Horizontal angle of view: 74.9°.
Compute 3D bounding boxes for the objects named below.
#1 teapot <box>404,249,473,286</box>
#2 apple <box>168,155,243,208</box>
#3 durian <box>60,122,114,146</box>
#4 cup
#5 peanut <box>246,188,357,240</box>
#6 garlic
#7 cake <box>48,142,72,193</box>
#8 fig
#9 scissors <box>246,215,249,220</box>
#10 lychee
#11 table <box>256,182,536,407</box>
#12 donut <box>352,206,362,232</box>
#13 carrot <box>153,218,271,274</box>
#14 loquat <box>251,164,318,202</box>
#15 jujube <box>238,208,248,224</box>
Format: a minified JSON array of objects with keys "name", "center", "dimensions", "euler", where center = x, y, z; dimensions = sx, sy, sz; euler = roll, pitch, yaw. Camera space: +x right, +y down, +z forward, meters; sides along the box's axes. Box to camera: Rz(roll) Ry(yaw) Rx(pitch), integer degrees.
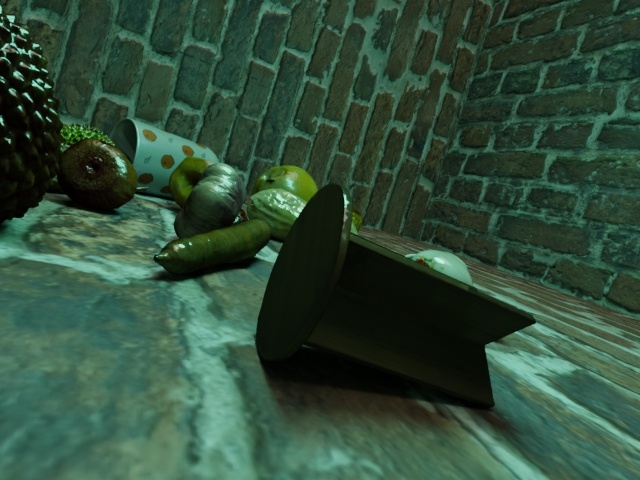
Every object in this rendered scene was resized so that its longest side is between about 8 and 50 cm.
[{"name":"teapot","center":[0.261,0.075,0.925],"dimensions":[0.145,0.092,0.226],"euler":[51,-13,-33]},{"name":"apple","center":[-0.316,-0.144,1.162],"dimensions":[0.195,0.160,0.173],"euler":[19,10,8]},{"name":"durian","center":[-0.614,-0.217,1.045],"dimensions":[0.199,0.159,0.146],"euler":[13,7,-19]},{"name":"cup","center":[-0.495,-0.243,1.357],"dimensions":[0.212,0.212,0.318],"euler":[21,7,40]},{"name":"peanut","center":[-0.047,-0.050,1.150],"dimensions":[0.314,0.149,0.149],"euler":[17,6,5]},{"name":"garlic","center":[-0.195,-0.057,0.769],"dimensions":[0.102,0.159,0.147],"euler":[32,-10,-12]},{"name":"cake","center":[-0.553,-0.152,0.865],"dimensions":[0.246,0.112,0.135],"euler":[16,8,-40]},{"name":"fig","center":[-0.445,-0.127,0.872],"dimensions":[0.134,0.146,0.201],"euler":[-29,3,-7]},{"name":"scissors","center":[-0.145,-0.047,1.269],"dimensions":[0.448,0.029,0.192],"euler":[11,22,-5]},{"name":"lychee","center":[-0.416,-0.147,0.469],"dimensions":[0.272,0.271,0.271],"euler":[16,6,-2]},{"name":"table","center":[0.076,0.067,0.405],"dimensions":[0.227,0.167,0.167],"euler":[24,3,-19]},{"name":"donut","center":[0.018,-0.110,1.758],"dimensions":[0.331,0.159,0.330],"euler":[16,-2,1]},{"name":"carrot","center":[-0.152,0.011,0.655],"dimensions":[0.070,0.070,0.342],"euler":[17,11,10]},{"name":"loquat","center":[-0.115,-0.142,1.462],"dimensions":[0.244,0.243,0.244],"euler":[16,6,-2]},{"name":"jujube","center":[-0.218,-0.050,1.005],"dimensions":[0.078,0.077,0.129],"euler":[18,-3,17]}]
